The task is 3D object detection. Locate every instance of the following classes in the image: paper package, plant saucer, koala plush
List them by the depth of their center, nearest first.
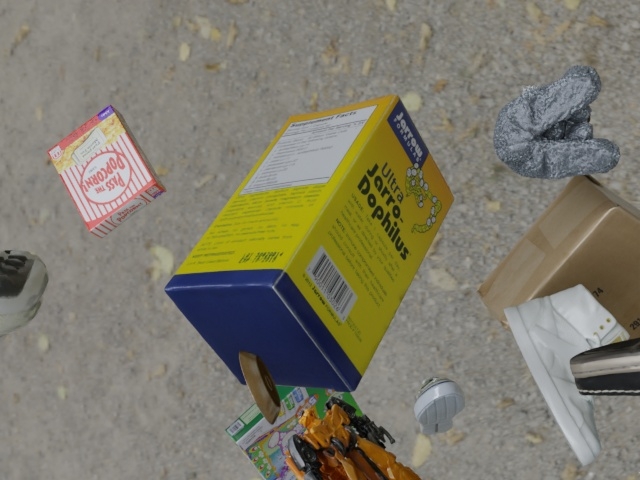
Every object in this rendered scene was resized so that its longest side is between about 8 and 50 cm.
[{"bbox_3d":[-0.060,0.150,0.896,0.015,0.083,0.083,-25,70,3],"label":"plant saucer"},{"bbox_3d":[0.417,-0.209,1.577,0.203,0.221,0.196,-15,100,15],"label":"koala plush"},{"bbox_3d":[0.543,0.080,1.721,0.325,0.309,0.168,-53,24,17],"label":"paper package"}]

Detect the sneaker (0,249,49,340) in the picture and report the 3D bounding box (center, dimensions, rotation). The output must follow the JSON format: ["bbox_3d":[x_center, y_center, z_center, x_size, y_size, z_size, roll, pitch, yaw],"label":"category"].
[{"bbox_3d":[-0.269,0.070,0.575,0.292,0.110,0.118,-13,80,45],"label":"sneaker"}]

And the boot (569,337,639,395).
[{"bbox_3d":[0.475,0.243,0.944,0.377,0.138,0.284,-4,91,22],"label":"boot"}]

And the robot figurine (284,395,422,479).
[{"bbox_3d":[0.064,0.371,1.298,0.291,0.211,0.085,45,119,8],"label":"robot figurine"}]

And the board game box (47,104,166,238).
[{"bbox_3d":[-0.380,-0.123,1.527,0.147,0.045,0.193,-36,66,4],"label":"board game box"}]

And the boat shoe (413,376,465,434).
[{"bbox_3d":[0.249,0.351,1.900,0.302,0.109,0.094,88,170,-64],"label":"boat shoe"}]

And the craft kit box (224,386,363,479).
[{"bbox_3d":[-0.038,0.387,1.764,0.250,0.247,0.061,-41,41,-15],"label":"craft kit box"}]

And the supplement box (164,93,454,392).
[{"bbox_3d":[0.000,0.000,1.142,0.194,0.356,0.195,-4,132,41],"label":"supplement box"}]

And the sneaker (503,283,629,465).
[{"bbox_3d":[0.419,0.196,1.365,0.169,0.108,0.292,-23,52,8],"label":"sneaker"}]

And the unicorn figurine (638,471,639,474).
[{"bbox_3d":[0.661,0.403,1.556,0.162,0.060,0.111,5,89,27],"label":"unicorn figurine"}]
